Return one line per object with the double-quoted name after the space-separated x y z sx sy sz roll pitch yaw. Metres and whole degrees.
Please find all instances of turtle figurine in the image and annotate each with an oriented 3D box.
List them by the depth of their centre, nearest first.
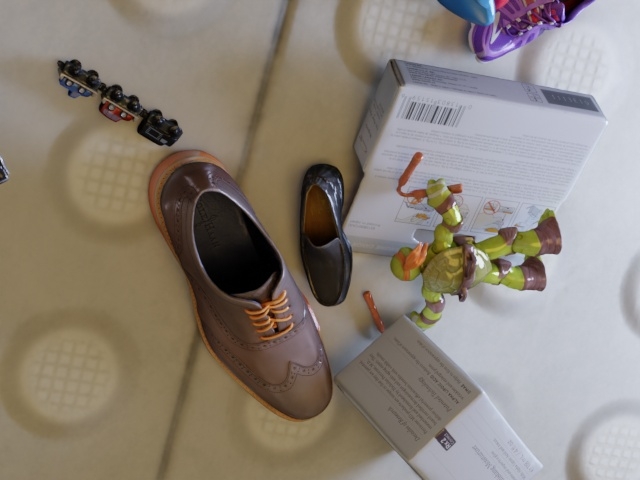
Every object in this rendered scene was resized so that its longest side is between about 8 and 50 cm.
0.172 0.014 1.631 0.217 0.087 0.270 -6 125 -16 "turtle figurine"

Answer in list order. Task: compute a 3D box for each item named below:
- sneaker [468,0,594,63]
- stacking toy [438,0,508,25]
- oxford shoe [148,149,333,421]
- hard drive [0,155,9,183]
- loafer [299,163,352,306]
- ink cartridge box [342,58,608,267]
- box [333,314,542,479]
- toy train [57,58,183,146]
0.248 -0.264 1.612 0.170 0.071 0.068 -33 114 -7 "sneaker"
0.254 -0.368 1.522 0.301 0.166 0.175 -23 112 -8 "stacking toy"
-0.079 0.074 1.564 0.130 0.133 0.364 -34 114 -8 "oxford shoe"
-0.401 -0.218 1.304 0.064 0.237 0.339 -26 112 -10 "hard drive"
0.000 0.000 1.600 0.062 0.061 0.170 -4 105 14 "loafer"
0.170 -0.082 1.649 0.275 0.060 0.239 7 128 -21 "ink cartridge box"
0.138 0.215 1.638 0.119 0.182 0.181 -43 131 -3 "box"
-0.221 -0.147 1.506 0.158 0.027 0.036 31 105 -25 "toy train"
